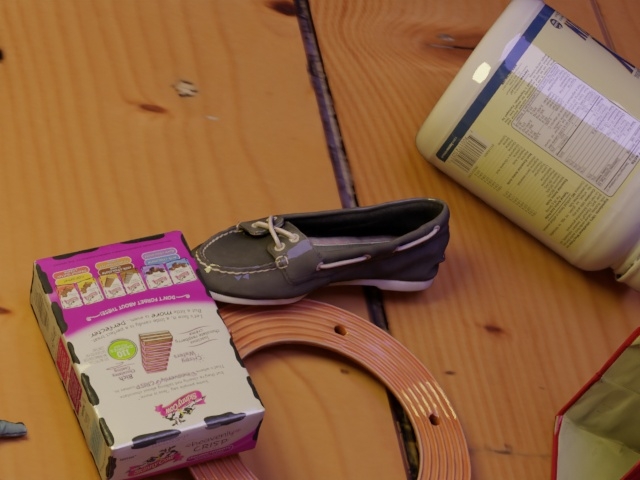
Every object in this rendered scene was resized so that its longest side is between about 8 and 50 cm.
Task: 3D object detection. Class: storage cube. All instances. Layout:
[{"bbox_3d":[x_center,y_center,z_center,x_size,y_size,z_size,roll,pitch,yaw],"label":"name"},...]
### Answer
[{"bbox_3d":[0.370,0.243,2.007,0.193,0.183,0.215,23,43,-14],"label":"storage cube"}]

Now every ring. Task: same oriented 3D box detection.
[{"bbox_3d":[-0.001,0.198,1.935,0.336,0.032,0.336,16,45,-17],"label":"ring"}]

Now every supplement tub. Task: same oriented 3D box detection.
[{"bbox_3d":[0.302,-0.111,2.250,0.325,0.235,0.235,36,42,1],"label":"supplement tub"}]

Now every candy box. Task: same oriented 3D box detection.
[{"bbox_3d":[-0.171,0.111,1.847,0.159,0.071,0.233,-12,54,-22],"label":"candy box"}]

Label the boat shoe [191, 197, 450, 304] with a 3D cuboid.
[{"bbox_3d":[0.000,0.000,2.048,0.335,0.095,0.112,-3,33,-37],"label":"boat shoe"}]

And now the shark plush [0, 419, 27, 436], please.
[{"bbox_3d":[-0.344,0.186,1.742,0.161,0.073,0.067,0,69,-57],"label":"shark plush"}]
